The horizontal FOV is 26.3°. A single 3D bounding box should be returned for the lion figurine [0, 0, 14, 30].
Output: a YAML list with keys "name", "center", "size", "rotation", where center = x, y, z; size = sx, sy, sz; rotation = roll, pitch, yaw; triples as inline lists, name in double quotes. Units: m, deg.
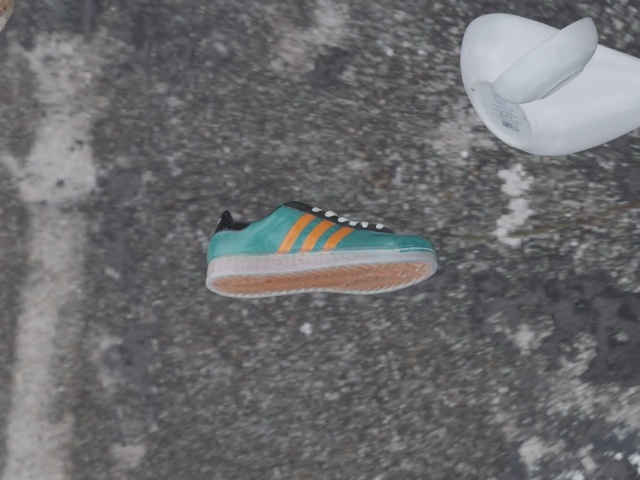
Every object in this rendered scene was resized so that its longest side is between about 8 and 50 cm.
- name: "lion figurine"
  center: [-0.303, -0.310, 1.063]
  size: [0.240, 0.392, 0.142]
  rotation: [-15, 46, 1]

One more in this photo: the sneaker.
- name: "sneaker"
  center: [0.000, 0.000, 1.779]
  size: [0.302, 0.108, 0.121]
  rotation: [-2, 65, 8]

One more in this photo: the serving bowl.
- name: "serving bowl"
  center: [0.160, -0.119, 0.950]
  size: [0.083, 0.083, 0.027]
  rotation: [-36, 84, 21]

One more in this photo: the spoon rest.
- name: "spoon rest"
  center: [0.212, -0.104, 1.067]
  size: [0.084, 0.137, 0.276]
  rotation: [-40, 39, -17]
